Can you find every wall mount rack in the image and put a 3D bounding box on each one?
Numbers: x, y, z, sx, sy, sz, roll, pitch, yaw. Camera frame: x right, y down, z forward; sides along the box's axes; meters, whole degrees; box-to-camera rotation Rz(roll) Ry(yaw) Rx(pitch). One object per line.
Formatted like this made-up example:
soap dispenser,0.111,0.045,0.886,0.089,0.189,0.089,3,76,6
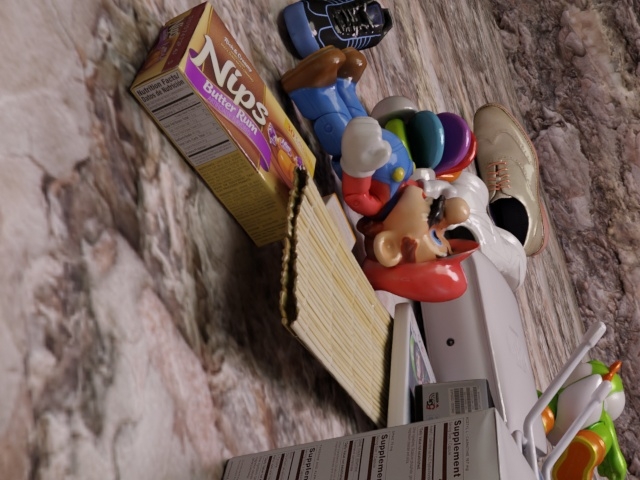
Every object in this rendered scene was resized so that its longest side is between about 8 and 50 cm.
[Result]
wall mount rack,0.328,0.292,0.895,0.350,0.130,0.304,57,31,-51

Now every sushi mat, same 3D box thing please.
sushi mat,0.029,0.076,0.663,0.317,0.019,0.152,58,31,-54

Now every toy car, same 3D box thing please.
toy car,0.164,-0.136,1.035,0.182,0.136,0.159,19,57,-61

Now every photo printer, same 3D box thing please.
photo printer,0.238,0.161,1.024,0.256,0.107,0.308,39,40,-51

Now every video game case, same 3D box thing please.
video game case,0.110,0.197,0.789,0.190,0.022,0.173,-79,154,-46

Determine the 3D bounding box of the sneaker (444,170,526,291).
sneaker,0.274,0.019,1.233,0.305,0.114,0.152,48,47,-35

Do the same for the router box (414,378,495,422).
router box,0.161,0.336,0.707,0.243,0.080,0.309,63,24,-47

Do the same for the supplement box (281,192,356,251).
supplement box,0.000,0.000,0.711,0.062,0.036,0.098,66,24,-18

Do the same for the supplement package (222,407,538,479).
supplement package,0.055,0.241,0.458,0.194,0.203,0.149,56,28,-32

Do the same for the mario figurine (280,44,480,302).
mario figurine,0.096,-0.080,0.799,0.198,0.170,0.321,-31,95,-31

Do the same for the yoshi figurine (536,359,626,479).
yoshi figurine,0.453,0.336,1.259,0.362,0.203,0.204,-15,87,-54

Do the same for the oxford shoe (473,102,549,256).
oxford shoe,0.457,-0.149,1.682,0.146,0.140,0.397,-11,82,-59

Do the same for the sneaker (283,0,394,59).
sneaker,0.030,-0.288,0.910,0.082,0.090,0.232,68,24,-8

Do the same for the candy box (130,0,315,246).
candy box,-0.075,-0.098,0.601,0.187,0.053,0.109,55,29,-36
